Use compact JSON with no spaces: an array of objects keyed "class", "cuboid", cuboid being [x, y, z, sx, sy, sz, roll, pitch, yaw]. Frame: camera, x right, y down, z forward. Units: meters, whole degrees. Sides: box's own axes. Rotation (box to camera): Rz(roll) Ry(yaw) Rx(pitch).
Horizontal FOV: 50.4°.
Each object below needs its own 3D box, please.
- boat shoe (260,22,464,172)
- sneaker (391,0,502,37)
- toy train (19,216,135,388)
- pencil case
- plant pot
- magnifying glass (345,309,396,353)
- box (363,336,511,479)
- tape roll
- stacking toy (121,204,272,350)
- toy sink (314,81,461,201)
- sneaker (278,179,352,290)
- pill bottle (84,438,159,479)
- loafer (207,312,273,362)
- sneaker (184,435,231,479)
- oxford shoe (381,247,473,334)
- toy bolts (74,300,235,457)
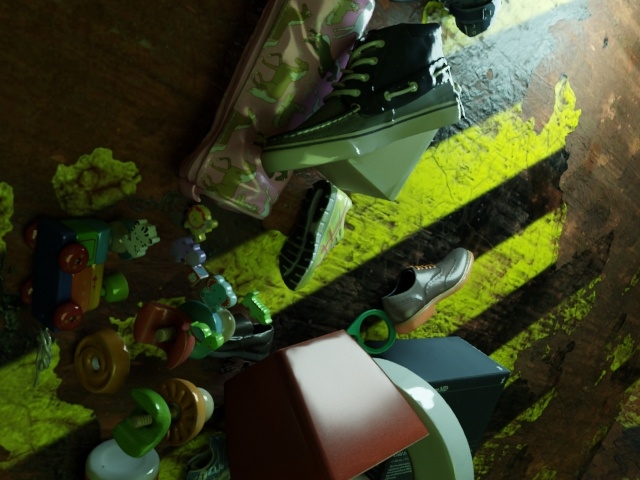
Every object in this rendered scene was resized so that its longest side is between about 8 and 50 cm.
[{"class":"boat shoe","cuboid":[0.049,-0.205,0.947,0.341,0.127,0.158,-23,105,-34]},{"class":"sneaker","cuboid":[0.216,-0.414,1.176,0.226,0.086,0.163,-17,151,-4]},{"class":"toy train","cuboid":[-0.344,0.084,0.985,0.143,0.105,0.248,-13,122,-50]},{"class":"pencil case","cuboid":[-0.069,-0.218,0.998,0.167,0.160,0.386,24,99,-12]},{"class":"plant pot","cuboid":[-0.021,0.312,1.216,0.267,0.235,0.267,-9,159,-46]},{"class":"magnifying glass","cuboid":[0.056,0.210,1.411,0.231,0.026,0.092,-16,85,-26]},{"class":"box","cuboid":[0.224,0.401,1.570,0.343,0.179,0.312,5,111,-42]},{"class":"tape roll","cuboid":[0.115,0.427,1.343,0.072,0.392,0.391,-17,124,-50]},{"class":"stacking toy","cuboid":[-0.170,0.048,0.998,0.052,0.221,0.167,-41,172,25]},{"class":"toy sink","cuboid":[0.095,-0.203,1.126,0.131,0.153,0.234,38,80,-34]},{"class":"sneaker","cuboid":[0.000,0.000,1.229,0.094,0.081,0.208,17,101,-46]},{"class":"pill bottle","cuboid":[-0.346,0.461,1.166,0.121,0.121,0.221,-7,117,-37]},{"class":"loafer","cuboid":[-0.164,0.159,1.190,0.220,0.080,0.078,21,94,-54]},{"class":"sneaker","cuboid":[-0.235,0.464,1.306,0.081,0.080,0.211,39,85,-23]},{"class":"oxford shoe","cuboid":[0.236,0.083,1.465,0.271,0.097,0.098,-41,103,-34]},{"class":"toy bolts","cuboid":[-0.237,0.179,1.051,0.158,0.218,0.228,0,124,-59]}]
